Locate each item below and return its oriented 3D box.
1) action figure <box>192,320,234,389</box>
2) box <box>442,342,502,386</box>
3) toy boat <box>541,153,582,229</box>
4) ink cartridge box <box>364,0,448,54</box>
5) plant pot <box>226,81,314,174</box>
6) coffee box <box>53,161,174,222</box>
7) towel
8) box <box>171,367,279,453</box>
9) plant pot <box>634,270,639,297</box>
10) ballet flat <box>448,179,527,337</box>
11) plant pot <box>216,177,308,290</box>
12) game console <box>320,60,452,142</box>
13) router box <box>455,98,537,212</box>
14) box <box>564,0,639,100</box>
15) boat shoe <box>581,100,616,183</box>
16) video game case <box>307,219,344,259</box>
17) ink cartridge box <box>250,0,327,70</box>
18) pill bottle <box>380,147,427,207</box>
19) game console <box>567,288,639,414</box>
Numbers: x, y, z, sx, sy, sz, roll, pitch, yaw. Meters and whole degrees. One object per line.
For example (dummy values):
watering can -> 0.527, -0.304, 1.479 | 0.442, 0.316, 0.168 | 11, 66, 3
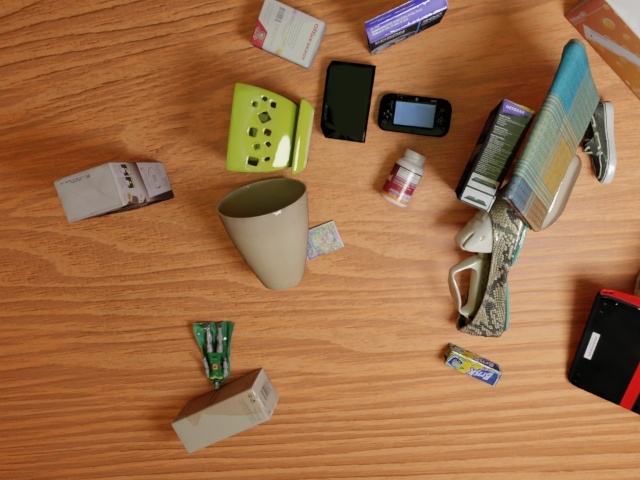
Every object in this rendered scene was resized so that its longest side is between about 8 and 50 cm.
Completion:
action figure -> -0.343, 0.382, 1.553 | 0.137, 0.063, 0.233 | -1, 106, 4
box -> 0.465, 0.381, 1.454 | 0.168, 0.059, 0.054 | 23, 107, 1
toy boat -> 0.598, -0.147, 1.296 | 0.151, 0.151, 0.231 | 26, 106, 32
ink cartridge box -> 0.215, -0.550, 1.197 | 0.206, 0.208, 0.045 | -22, 96, 11
plant pot -> -0.127, -0.294, 1.294 | 0.207, 0.228, 0.227 | 8, 103, -3
coffee box -> -0.564, -0.143, 1.336 | 0.168, 0.297, 0.119 | -15, 97, 11
towel -> 0.533, -0.225, 1.089 | 0.040, 0.271, 0.371 | 24, 89, 40
box -> -0.307, 0.553, 1.541 | 0.311, 0.148, 0.121 | -27, 97, 10
plant pot -> 1.028, 0.140, 1.226 | 0.305, 0.334, 0.334 | 25, 105, 13
ballet flat -> 0.446, 0.065, 1.298 | 0.181, 0.164, 0.483 | -1, 116, -1
plant pot -> -0.138, -0.003, 1.362 | 0.256, 0.257, 0.274 | -7, 118, 8
game console -> 0.185, -0.375, 1.326 | 0.360, 0.044, 0.213 | 8, 104, 4
router box -> 0.428, -0.210, 1.196 | 0.080, 0.309, 0.243 | 24, 105, 10
box -> 0.803, -0.500, 1.135 | 0.345, 0.215, 0.168 | 45, 104, -4
boat shoe -> 0.740, -0.260, 1.273 | 0.070, 0.078, 0.220 | -5, 94, 7
video game case -> 0.000, 0.000, 1.448 | 0.121, 0.011, 0.087 | -21, 100, 11
ink cartridge box -> -0.086, -0.563, 1.299 | 0.175, 0.072, 0.128 | 24, 104, 1
pill bottle -> 0.238, -0.178, 1.342 | 0.086, 0.086, 0.152 | 26, 104, 0
game console -> 0.880, 0.325, 1.261 | 0.341, 0.060, 0.387 | 22, 134, 33
